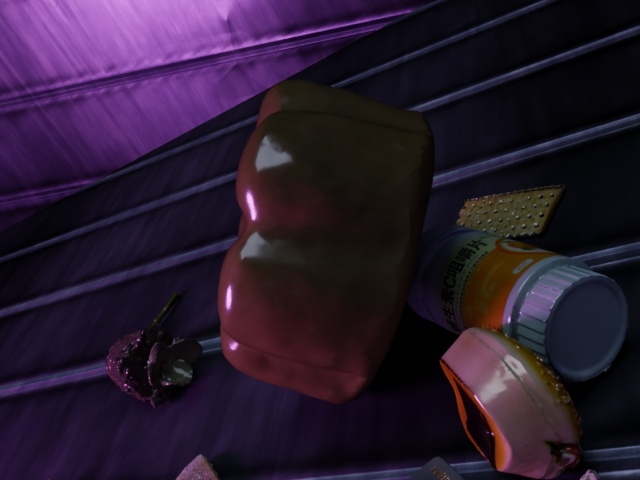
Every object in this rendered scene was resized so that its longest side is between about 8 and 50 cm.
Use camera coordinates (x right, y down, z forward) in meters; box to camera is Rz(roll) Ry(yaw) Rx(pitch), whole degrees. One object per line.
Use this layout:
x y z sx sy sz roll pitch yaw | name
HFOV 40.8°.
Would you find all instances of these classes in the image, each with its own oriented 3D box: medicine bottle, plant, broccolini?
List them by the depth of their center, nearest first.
0.258 0.078 1.186 0.158 0.158 0.318 -40 26 -14 | medicine bottle
-0.314 0.234 1.619 0.142 0.131 0.203 -45 18 -26 | plant
-0.361 0.188 1.888 0.044 0.042 0.218 -21 22 28 | broccolini

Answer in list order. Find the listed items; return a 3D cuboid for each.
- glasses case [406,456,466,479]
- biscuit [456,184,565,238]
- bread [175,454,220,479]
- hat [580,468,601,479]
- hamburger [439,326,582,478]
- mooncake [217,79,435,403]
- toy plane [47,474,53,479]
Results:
0.160 0.326 0.996 0.078 0.039 0.184 -38 25 -9 | glasses case
0.318 -0.042 1.499 0.203 0.016 0.144 -9 34 41 | biscuit
-0.193 0.398 1.294 0.112 0.036 0.193 -40 25 -11 | bread
0.215 0.349 0.779 0.219 0.164 0.226 -44 29 20 | hat
0.224 0.188 1.016 0.116 0.173 0.210 -23 13 -5 | hamburger
0.000 0.000 1.281 0.262 0.467 0.467 11 31 -3 | mooncake
-0.505 0.484 1.477 0.126 0.077 0.194 12 40 46 | toy plane
